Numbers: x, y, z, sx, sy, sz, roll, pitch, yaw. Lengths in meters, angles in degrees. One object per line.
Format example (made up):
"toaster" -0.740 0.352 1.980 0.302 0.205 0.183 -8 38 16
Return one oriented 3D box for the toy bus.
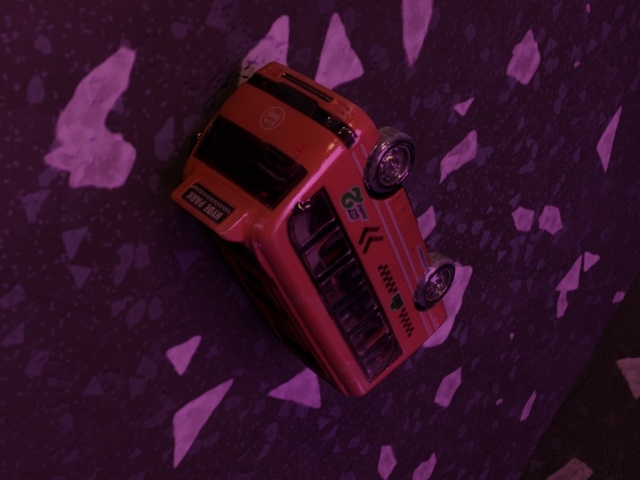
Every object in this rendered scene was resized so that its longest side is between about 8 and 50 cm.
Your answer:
"toy bus" 0.000 0.000 1.159 0.233 0.203 0.427 -45 141 -14
